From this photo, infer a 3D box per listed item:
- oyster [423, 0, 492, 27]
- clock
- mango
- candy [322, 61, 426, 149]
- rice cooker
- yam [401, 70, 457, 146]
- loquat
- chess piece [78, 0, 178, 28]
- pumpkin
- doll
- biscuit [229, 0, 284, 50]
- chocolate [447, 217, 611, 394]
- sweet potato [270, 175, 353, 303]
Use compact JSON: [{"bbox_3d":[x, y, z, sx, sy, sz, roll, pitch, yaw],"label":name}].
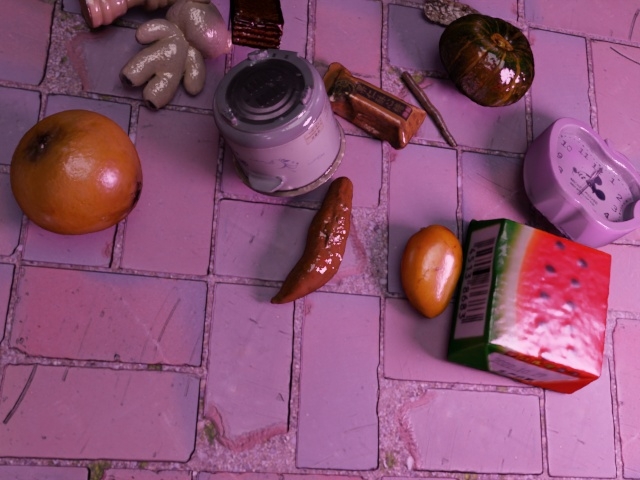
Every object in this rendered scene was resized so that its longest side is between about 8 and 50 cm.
[{"bbox_3d":[0.366,-0.610,1.933,0.200,0.061,0.106,1,73,-14],"label":"oyster"},{"bbox_3d":[0.663,-0.144,1.822,0.339,0.102,0.338,15,56,-22],"label":"clock"},{"bbox_3d":[0.258,0.072,1.685,0.145,0.112,0.219,11,77,-14],"label":"mango"},{"bbox_3d":[0.115,-0.325,1.770,0.271,0.101,0.143,31,63,1],"label":"candy"},{"bbox_3d":[-0.087,-0.248,1.595,0.265,0.316,0.316,9,70,18],"label":"rice cooker"},{"bbox_3d":[0.281,-0.336,1.854,0.027,0.029,0.234,-35,87,6],"label":"yam"},{"bbox_3d":[-0.495,-0.138,1.475,0.263,0.263,0.262,4,74,-14],"label":"loquat"},{"bbox_3d":[-0.403,-0.584,1.688,0.307,0.139,0.124,-19,103,-18],"label":"chess piece"},{"bbox_3d":[0.416,-0.444,1.843,0.261,0.189,0.260,15,50,-19],"label":"pumpkin"},{"bbox_3d":[-0.342,-0.438,1.682,0.149,0.175,0.278,32,74,36],"label":"doll"},{"bbox_3d":[-0.152,-0.543,1.665,0.107,0.073,0.388,6,37,-13],"label":"biscuit"},{"bbox_3d":[0.499,0.143,1.701,0.342,0.161,0.359,18,71,-13],"label":"chocolate"},{"bbox_3d":[0.011,0.008,1.651,0.106,0.095,0.354,20,69,21],"label":"sweet potato"}]
